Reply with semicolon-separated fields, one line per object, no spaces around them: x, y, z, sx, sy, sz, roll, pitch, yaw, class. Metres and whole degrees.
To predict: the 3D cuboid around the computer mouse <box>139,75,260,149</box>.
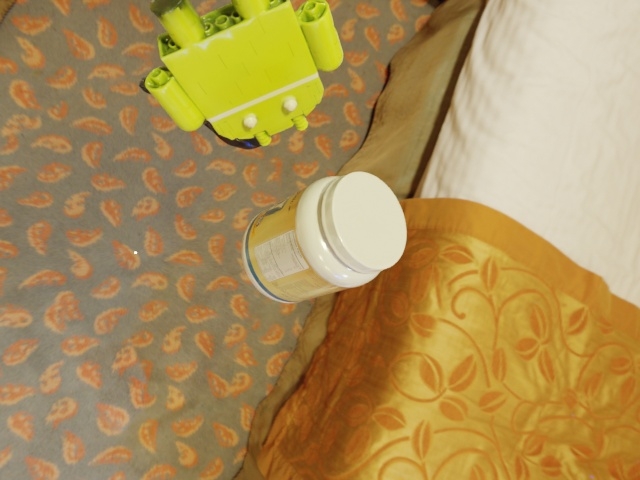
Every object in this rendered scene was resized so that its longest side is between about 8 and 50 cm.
-0.198;-0.215;0.815;0.242;0.041;0.071;29;59;8;computer mouse

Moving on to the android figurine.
-0.093;-0.221;0.632;0.248;0.273;0.056;-20;62;5;android figurine

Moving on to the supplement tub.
0.000;0.000;0.644;0.144;0.200;0.144;14;66;-36;supplement tub
